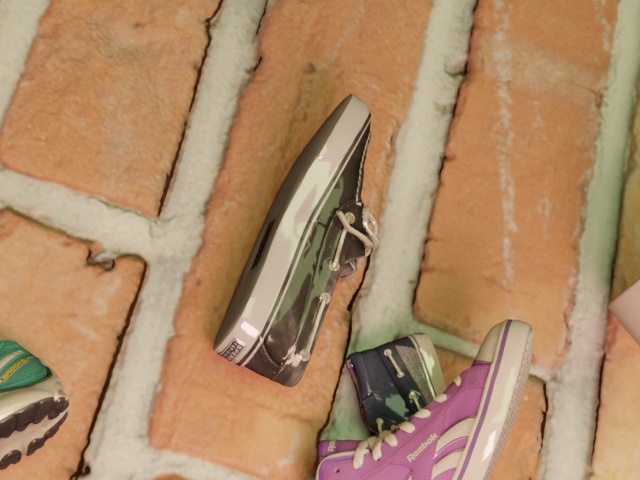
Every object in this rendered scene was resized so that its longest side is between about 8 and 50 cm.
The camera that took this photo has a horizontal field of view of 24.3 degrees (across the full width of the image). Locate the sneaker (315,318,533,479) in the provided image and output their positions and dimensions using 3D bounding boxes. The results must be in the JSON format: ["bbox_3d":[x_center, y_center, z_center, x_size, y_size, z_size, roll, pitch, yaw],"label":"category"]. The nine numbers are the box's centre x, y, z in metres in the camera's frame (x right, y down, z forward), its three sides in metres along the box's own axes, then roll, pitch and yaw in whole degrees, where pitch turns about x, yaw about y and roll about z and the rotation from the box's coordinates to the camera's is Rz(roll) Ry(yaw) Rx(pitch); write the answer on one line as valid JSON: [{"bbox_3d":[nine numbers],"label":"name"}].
[{"bbox_3d":[0.085,0.183,1.371,0.161,0.102,0.282,24,86,15],"label":"sneaker"}]

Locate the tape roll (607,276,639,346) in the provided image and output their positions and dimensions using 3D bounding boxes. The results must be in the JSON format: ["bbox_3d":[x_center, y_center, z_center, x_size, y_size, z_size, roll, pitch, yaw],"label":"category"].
[{"bbox_3d":[0.457,-0.028,1.492,0.392,0.392,0.072,-33,79,-30],"label":"tape roll"}]

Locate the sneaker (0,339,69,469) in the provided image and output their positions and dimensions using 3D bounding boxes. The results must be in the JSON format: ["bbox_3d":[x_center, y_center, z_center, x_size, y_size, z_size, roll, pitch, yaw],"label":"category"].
[{"bbox_3d":[-0.356,0.169,1.288,0.275,0.107,0.110,-22,55,-32],"label":"sneaker"}]

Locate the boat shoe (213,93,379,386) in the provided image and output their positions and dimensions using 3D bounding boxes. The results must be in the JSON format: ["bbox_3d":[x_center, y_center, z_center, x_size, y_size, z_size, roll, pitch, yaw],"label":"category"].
[{"bbox_3d":[0.001,-0.001,1.476,0.105,0.113,0.306,29,62,-12],"label":"boat shoe"}]

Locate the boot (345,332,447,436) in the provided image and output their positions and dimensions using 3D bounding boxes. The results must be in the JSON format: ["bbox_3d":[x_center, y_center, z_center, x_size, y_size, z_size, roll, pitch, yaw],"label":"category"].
[{"bbox_3d":[0.090,0.188,1.450,0.086,0.069,0.190,-15,68,-11],"label":"boot"}]
